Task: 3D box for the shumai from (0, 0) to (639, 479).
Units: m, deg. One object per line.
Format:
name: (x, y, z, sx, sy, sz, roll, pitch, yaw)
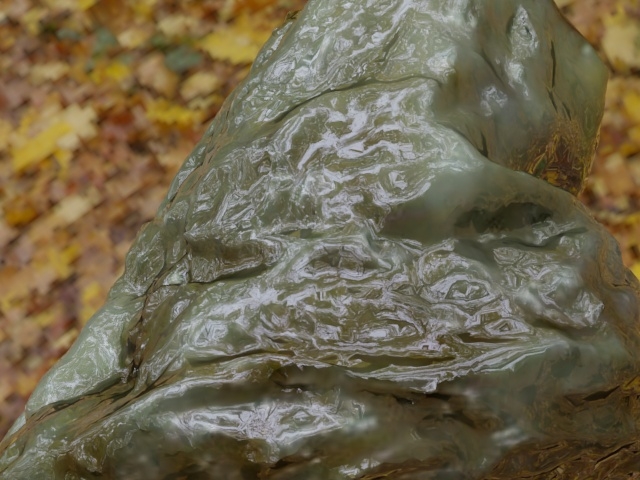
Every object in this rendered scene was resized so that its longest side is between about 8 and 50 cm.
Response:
shumai: (0.000, 0.000, 0.706, 0.309, 0.304, 0.263, 139, 129, -62)
